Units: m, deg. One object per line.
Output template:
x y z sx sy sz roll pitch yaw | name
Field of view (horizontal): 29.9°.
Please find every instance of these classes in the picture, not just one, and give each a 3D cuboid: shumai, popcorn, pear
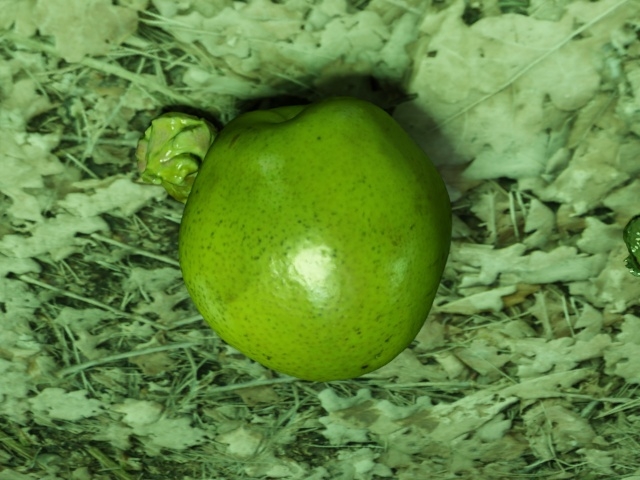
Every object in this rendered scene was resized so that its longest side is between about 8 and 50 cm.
0.400 0.009 1.415 0.083 0.082 0.080 18 -175 20 | shumai
-0.147 -0.090 1.278 0.097 0.089 0.109 0 140 -17 | popcorn
0.000 0.000 1.232 0.294 0.294 0.294 1 142 1 | pear
